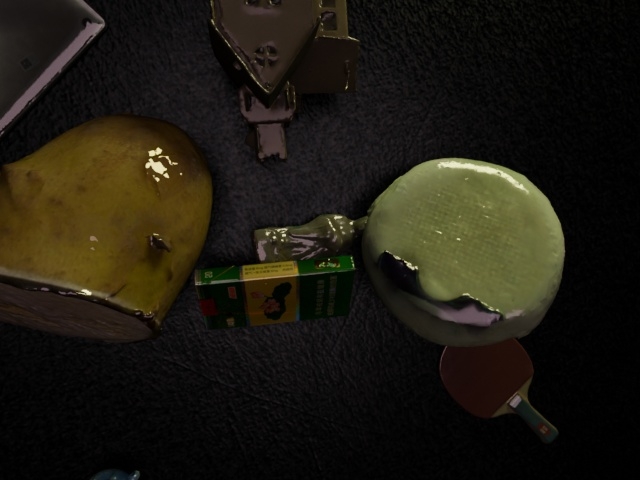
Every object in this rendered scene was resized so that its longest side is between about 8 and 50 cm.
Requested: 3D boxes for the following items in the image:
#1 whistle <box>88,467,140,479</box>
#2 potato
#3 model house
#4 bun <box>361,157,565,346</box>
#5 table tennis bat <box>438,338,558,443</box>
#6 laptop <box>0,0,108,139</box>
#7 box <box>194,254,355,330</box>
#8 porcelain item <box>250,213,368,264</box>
[{"bbox_3d":[-0.351,0.418,0.790,0.158,0.090,0.090,-38,99,-3],"label":"whistle"},{"bbox_3d":[-0.338,-0.026,0.707,0.398,0.290,0.295,-1,62,29],"label":"potato"},{"bbox_3d":[-0.050,-0.232,0.697,0.205,0.211,0.243,-3,94,-5],"label":"model house"},{"bbox_3d":[0.212,0.024,0.777,0.294,0.187,0.292,-1,72,4],"label":"bun"},{"bbox_3d":[0.327,0.264,0.893,0.154,0.021,0.274,-45,97,-1],"label":"table tennis bat"},{"bbox_3d":[-0.477,-0.292,0.736,0.188,0.015,0.269,43,89,-8],"label":"laptop"},{"bbox_3d":[-0.068,0.083,0.779,0.236,0.034,0.132,-6,140,-7],"label":"box"},{"bbox_3d":[0.000,0.000,0.807,0.216,0.069,0.081,-13,93,-11],"label":"porcelain item"}]
